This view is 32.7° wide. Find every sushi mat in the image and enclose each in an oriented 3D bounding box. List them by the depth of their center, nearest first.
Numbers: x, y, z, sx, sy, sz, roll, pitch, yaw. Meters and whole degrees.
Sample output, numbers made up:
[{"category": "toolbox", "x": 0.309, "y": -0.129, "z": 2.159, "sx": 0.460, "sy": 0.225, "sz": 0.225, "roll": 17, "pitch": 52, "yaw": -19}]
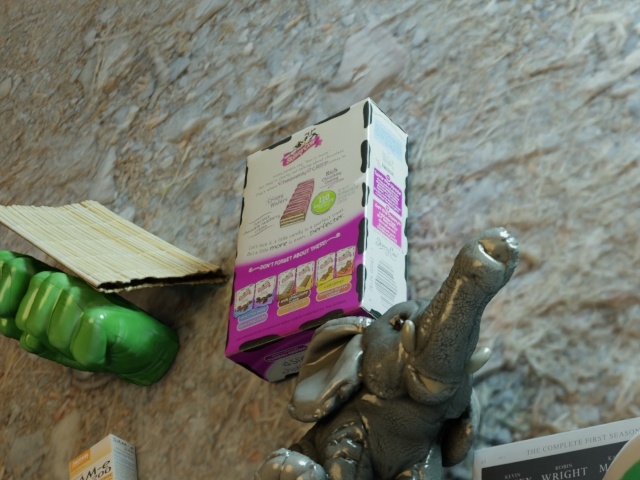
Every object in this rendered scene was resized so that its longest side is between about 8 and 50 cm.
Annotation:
[{"category": "sushi mat", "x": -0.247, "y": 0.000, "z": 1.211, "sx": 0.316, "sy": 0.151, "sz": 0.019, "roll": 24, "pitch": 113, "yaw": 50}]

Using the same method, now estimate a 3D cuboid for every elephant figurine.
[{"category": "elephant figurine", "x": 0.059, "y": 0.119, "z": 0.807, "sx": 0.186, "sy": 0.169, "sz": 0.240, "roll": 9, "pitch": 72, "yaw": 37}]

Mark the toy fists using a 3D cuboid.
[{"category": "toy fists", "x": -0.281, "y": 0.081, "z": 1.176, "sx": 0.279, "sy": 0.142, "sz": 0.096, "roll": 17, "pitch": 74, "yaw": 49}]

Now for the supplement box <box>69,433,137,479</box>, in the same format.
[{"category": "supplement box", "x": -0.212, "y": 0.249, "z": 1.067, "sx": 0.062, "sy": 0.036, "sz": 0.098, "roll": -36, "pitch": 42, "yaw": 18}]

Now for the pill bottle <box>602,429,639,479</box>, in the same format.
[{"category": "pill bottle", "x": 0.261, "y": 0.251, "z": 0.475, "sx": 0.204, "sy": 0.204, "sz": 0.361, "roll": -29, "pitch": 45, "yaw": 26}]

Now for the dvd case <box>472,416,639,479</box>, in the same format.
[{"category": "dvd case", "x": 0.179, "y": 0.235, "z": 0.704, "sx": 0.179, "sy": 0.029, "sz": 0.239, "roll": -20, "pitch": 50, "yaw": 33}]

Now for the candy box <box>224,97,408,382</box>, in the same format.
[{"category": "candy box", "x": 0.000, "y": 0.000, "z": 1.019, "sx": 0.159, "sy": 0.071, "sz": 0.234, "roll": -22, "pitch": 49, "yaw": 33}]
